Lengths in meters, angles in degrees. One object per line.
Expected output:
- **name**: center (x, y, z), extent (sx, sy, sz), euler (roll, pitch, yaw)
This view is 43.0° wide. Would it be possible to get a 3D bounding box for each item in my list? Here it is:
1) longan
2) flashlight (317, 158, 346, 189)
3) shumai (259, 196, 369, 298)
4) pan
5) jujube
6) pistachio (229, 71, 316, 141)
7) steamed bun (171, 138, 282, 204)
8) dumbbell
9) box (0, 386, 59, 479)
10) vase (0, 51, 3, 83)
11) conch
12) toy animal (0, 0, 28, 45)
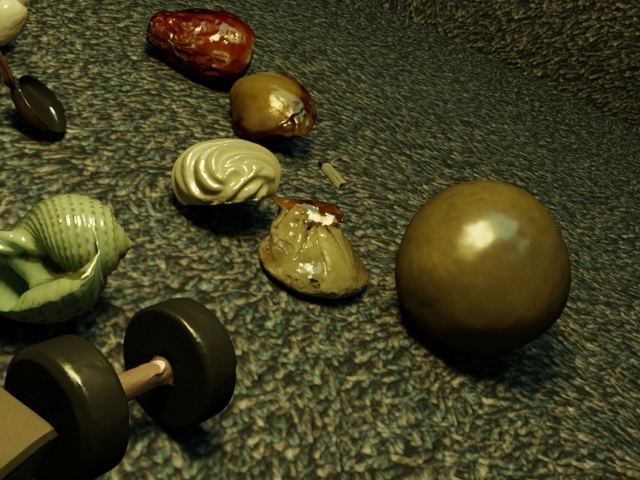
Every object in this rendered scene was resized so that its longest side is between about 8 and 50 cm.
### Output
- **longan**: center (0.263, 0.046, 1.329), extent (0.297, 0.297, 0.297), euler (19, 32, -13)
- **flashlight**: center (0.023, -0.135, 1.649), extent (0.018, 0.018, 0.083), euler (-4, 42, -38)
- **shumai**: center (0.000, 0.000, 1.334), extent (0.201, 0.120, 0.201), euler (18, 29, -11)
- **pan**: center (-0.484, -0.244, 1.307), extent (0.212, 0.040, 0.114), euler (53, 12, -53)
- **jujube**: center (-0.258, -0.427, 1.746), extent (0.236, 0.168, 0.168), euler (17, 32, -4)
- **pistachio**: center (-0.098, -0.262, 1.647), extent (0.210, 0.165, 0.130), euler (32, -10, 31)
- **steamed bun**: center (-0.154, -0.115, 1.336), extent (0.183, 0.106, 0.183), euler (-6, 7, 1)
- **dumbbell**: center (-0.214, 0.159, 0.896), extent (0.152, 0.152, 0.218), euler (41, 33, 23)
- **box**: center (-0.397, 0.191, 0.711), extent (0.252, 0.153, 0.188), euler (33, 30, 10)
- **vase**: center (-0.558, -0.214, 1.217), extent (0.143, 0.143, 0.299), euler (16, 30, -17)
- **conch**: center (-0.336, 0.031, 1.021), extent (0.200, 0.131, 0.172), euler (-14, 63, 5)
- **toy animal**: center (-0.645, -0.391, 1.407), extent (0.140, 0.138, 0.282), euler (41, 35, 15)
